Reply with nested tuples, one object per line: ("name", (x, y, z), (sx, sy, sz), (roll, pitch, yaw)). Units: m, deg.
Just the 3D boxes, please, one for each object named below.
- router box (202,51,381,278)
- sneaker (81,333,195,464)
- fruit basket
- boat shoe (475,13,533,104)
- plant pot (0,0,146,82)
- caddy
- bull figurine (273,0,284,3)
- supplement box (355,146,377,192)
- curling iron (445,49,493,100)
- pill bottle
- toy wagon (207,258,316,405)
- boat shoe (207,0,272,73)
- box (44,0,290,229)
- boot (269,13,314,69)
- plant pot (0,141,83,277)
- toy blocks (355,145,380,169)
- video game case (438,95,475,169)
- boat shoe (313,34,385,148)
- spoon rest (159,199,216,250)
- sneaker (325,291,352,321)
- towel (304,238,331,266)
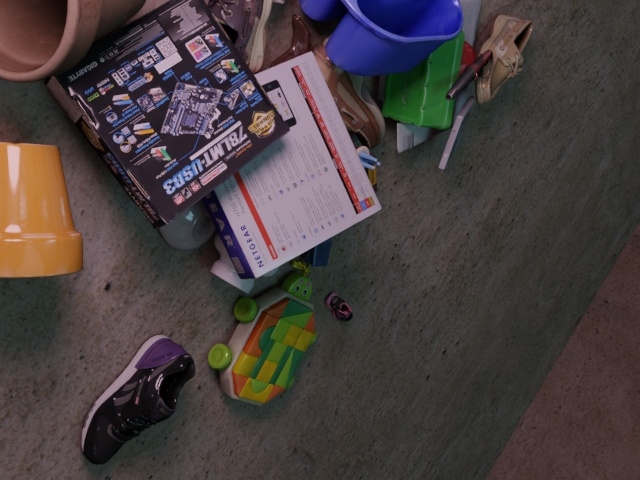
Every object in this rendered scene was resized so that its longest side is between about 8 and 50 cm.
("router box", (-0.082, -0.143, 1.460), (0.301, 0.082, 0.335), (-28, 99, -25))
("sneaker", (-0.356, 0.327, 1.533), (0.283, 0.124, 0.107), (-57, 141, -8))
("fruit basket", (0.274, -0.403, 1.852), (0.353, 0.165, 0.327), (-36, 137, -53))
("boat shoe", (0.464, -0.460, 1.975), (0.109, 0.098, 0.302), (72, 36, -48))
("plant pot", (-0.357, -0.366, 1.071), (0.229, 0.263, 0.263), (-37, 137, -54))
("caddy", (0.130, -0.462, 1.508), (0.341, 0.241, 0.179), (-18, 166, -43))
("bull figurine", (-0.017, -0.572, 1.402), (0.101, 0.188, 0.310), (33, 72, -7))
("supplement box", (0.037, -0.125, 1.761), (0.188, 0.081, 0.104), (-33, 132, -33))
("curling iron", (0.343, -0.371, 1.777), (0.274, 0.035, 0.068), (-46, 145, -50))
("pill bottle", (-0.118, -0.028, 1.587), (0.146, 0.146, 0.264), (36, 83, -51))
("toy wagon", (-0.105, 0.208, 1.798), (0.267, 0.068, 0.344), (31, 86, -52))
("boat shoe", (-0.148, -0.400, 1.353), (0.092, 0.103, 0.285), (-30, 151, -28))
("box", (-0.241, -0.220, 1.290), (0.295, 0.073, 0.293), (-42, 106, -27))
("boot", (-0.067, -0.374, 1.544), (0.114, 0.037, 0.106), (-43, 135, -18))
("plant pot", (-0.459, -0.050, 1.166), (0.205, 0.205, 0.188), (-2, 97, -48))
("toy blocks", (0.042, -0.175, 1.685), (0.123, 0.148, 0.054), (-28, 129, -37))
("video game case", (0.334, -0.264, 1.907), (0.157, 0.019, 0.143), (-52, 161, -55))
("boat shoe", (0.044, -0.294, 1.660), (0.116, 0.123, 0.324), (-38, 143, -2))
("spoon rest", (-0.270, -0.069, 1.463), (0.137, 0.084, 0.276), (-55, 154, -9))
("sneaker", (0.059, 0.178, 1.976), (0.047, 0.057, 0.119), (-56, 142, -13))
("towel", (0.000, 0.000, 1.823), (0.067, 0.029, 0.119), (2, 99, -52))
